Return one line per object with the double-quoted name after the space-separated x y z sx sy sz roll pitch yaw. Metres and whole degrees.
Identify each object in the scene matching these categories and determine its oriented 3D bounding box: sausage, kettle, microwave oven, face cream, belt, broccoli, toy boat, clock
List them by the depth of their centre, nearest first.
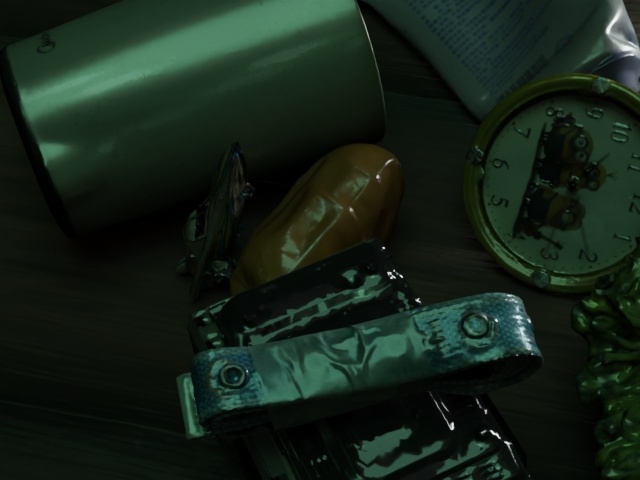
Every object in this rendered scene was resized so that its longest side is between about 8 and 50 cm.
0.033 0.109 1.042 0.302 0.087 0.072 -11 66 -4 "belt"
0.402 0.134 1.148 0.334 0.272 0.324 4 93 -2 "broccoli"
0.032 0.174 1.155 0.237 0.181 0.295 -23 55 -12 "microwave oven"
-0.106 -0.028 1.307 0.066 0.210 0.084 9 47 -9 "toy boat"
-0.001 0.000 1.320 0.120 0.136 0.241 30 65 19 "sausage"
0.270 -0.060 1.342 0.237 0.057 0.237 0 90 18 "clock"
-0.161 -0.191 1.426 0.376 0.250 0.361 -21 34 -9 "kettle"
0.222 -0.264 1.479 0.235 0.137 0.420 -47 60 17 "face cream"
